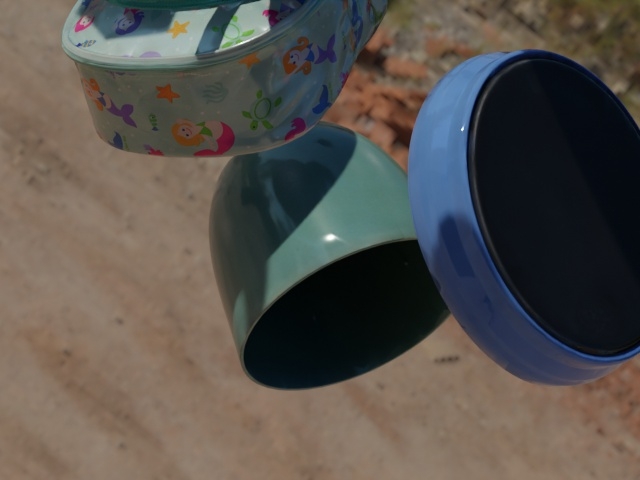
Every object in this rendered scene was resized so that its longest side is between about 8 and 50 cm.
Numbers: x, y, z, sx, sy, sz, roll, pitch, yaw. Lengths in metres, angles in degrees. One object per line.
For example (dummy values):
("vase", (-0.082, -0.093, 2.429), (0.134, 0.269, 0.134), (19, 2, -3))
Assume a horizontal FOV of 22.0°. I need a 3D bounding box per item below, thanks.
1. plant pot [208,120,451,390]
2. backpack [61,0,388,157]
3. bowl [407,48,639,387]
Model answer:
("plant pot", (0.000, 0.000, 1.966), (0.293, 0.293, 0.235), (13, 42, -47))
("backpack", (-0.077, -0.181, 1.259), (0.225, 0.191, 0.253), (3, 45, 21))
("bowl", (0.262, -0.033, 1.847), (0.391, 0.077, 0.391), (17, 63, -38))
